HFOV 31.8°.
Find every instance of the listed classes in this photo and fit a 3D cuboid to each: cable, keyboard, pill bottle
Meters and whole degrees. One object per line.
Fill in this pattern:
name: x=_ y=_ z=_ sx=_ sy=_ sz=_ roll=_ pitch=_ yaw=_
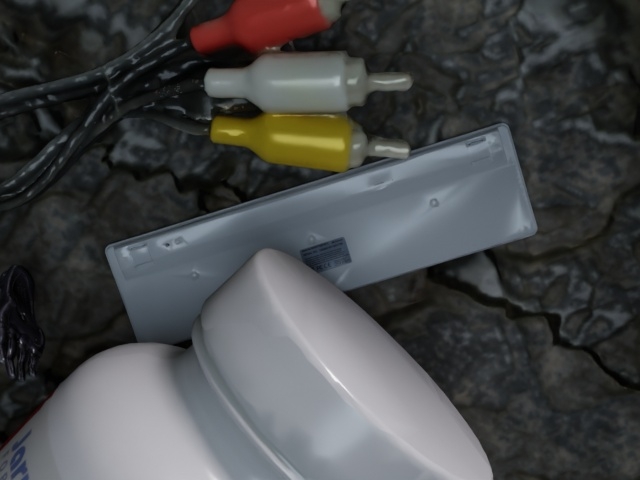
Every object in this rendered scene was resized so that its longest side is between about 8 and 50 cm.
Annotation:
cable: x=-0.095 y=-0.090 z=0.631 sx=0.287 sy=0.072 sz=0.139 roll=-10 pitch=104 yaw=3
keyboard: x=0.000 y=0.000 z=0.685 sx=0.256 sy=0.014 sz=0.072 roll=-17 pitch=107 yaw=4
pill bottle: x=-0.109 y=0.207 z=0.620 sx=0.229 sy=0.229 sz=0.407 roll=42 pitch=99 yaw=-9

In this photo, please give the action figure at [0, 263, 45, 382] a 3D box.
action figure: x=-0.306 y=0.076 z=0.632 sx=0.276 sy=0.141 sz=0.164 roll=-26 pitch=112 yaw=11
